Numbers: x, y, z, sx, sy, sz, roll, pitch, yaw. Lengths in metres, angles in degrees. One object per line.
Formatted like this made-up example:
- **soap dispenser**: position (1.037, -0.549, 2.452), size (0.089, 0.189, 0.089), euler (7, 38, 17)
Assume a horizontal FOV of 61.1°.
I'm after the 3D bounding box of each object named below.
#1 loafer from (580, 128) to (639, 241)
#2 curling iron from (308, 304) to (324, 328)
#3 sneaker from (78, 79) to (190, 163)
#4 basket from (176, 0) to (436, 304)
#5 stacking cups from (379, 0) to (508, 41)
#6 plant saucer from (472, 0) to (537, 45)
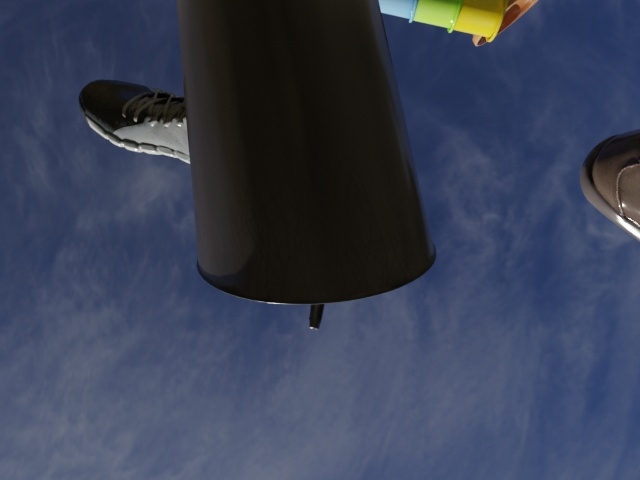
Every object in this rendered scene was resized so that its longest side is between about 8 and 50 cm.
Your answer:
- **loafer**: position (0.457, 0.002, 0.580), size (0.366, 0.130, 0.134), euler (35, -93, 13)
- **curling iron**: position (0.000, 0.000, 0.849), size (0.068, 0.035, 0.274), euler (10, -97, -44)
- **sneaker**: position (-0.142, -0.140, 0.556), size (0.229, 0.132, 0.086), euler (22, -118, -2)
- **basket**: position (-0.022, -0.089, 0.405), size (0.154, 0.204, 0.227), euler (-54, -39, -56)
- **stacking cups**: position (0.117, -0.381, 0.811), size (0.316, 0.096, 0.096), euler (13, -93, -1)
- **plant saucer**: position (0.376, -0.464, 1.062), size (0.200, 0.200, 0.037), euler (-36, -93, -17)
